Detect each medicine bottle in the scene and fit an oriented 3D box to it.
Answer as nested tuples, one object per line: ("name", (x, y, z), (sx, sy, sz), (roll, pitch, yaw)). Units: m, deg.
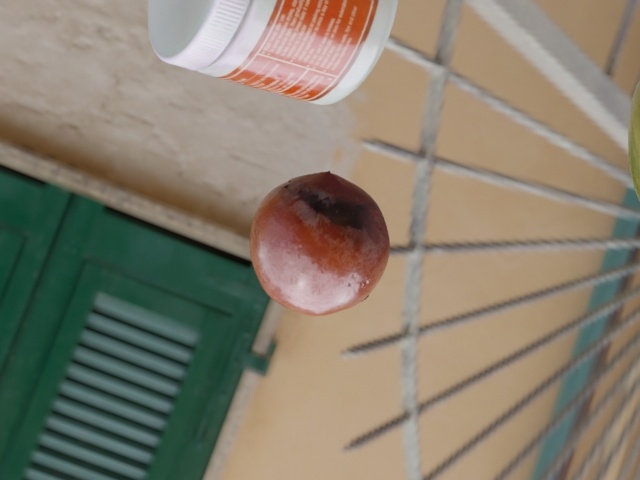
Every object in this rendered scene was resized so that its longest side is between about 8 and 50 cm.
("medicine bottle", (-0.059, -0.315, 1.793), (0.241, 0.252, 0.252), (12, 177, -29))

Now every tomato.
("tomato", (0.000, 0.000, 2.084), (0.208, 0.208, 0.184), (19, 128, 12))

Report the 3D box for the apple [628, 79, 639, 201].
("apple", (0.530, -0.099, 1.669), (0.320, 0.312, 0.360), (53, -170, -51))
